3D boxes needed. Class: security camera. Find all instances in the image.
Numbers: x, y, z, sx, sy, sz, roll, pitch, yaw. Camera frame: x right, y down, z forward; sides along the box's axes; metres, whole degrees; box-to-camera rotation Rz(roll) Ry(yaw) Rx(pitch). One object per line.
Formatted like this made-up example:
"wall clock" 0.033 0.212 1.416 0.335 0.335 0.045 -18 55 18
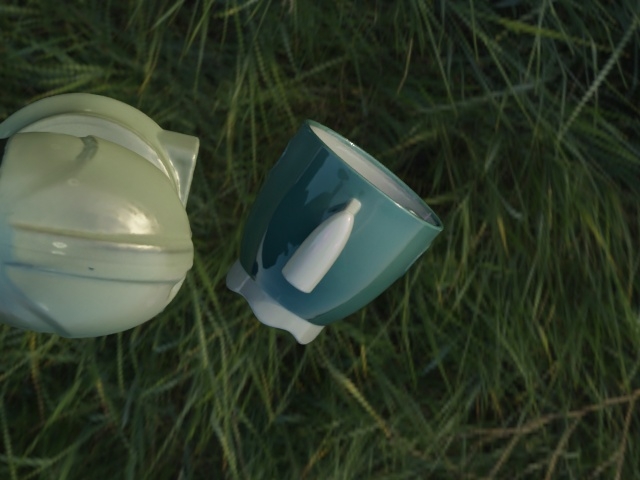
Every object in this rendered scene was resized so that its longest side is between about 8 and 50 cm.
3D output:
"security camera" -0.198 -0.012 1.022 0.191 0.277 0.197 13 99 -11

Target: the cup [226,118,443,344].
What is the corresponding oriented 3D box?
"cup" 0.000 0.000 1.220 0.167 0.300 0.173 39 102 -1
